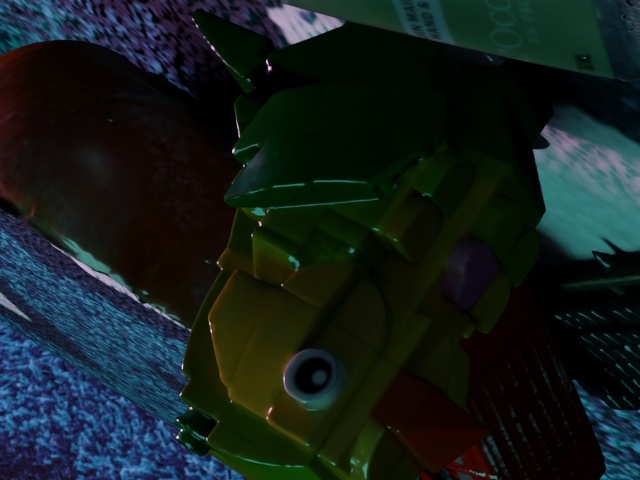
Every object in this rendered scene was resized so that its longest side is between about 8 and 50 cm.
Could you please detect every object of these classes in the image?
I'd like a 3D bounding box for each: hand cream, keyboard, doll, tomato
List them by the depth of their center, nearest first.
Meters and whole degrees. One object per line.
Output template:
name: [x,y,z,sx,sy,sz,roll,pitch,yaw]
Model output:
hand cream: [-0.004,-0.097,0.579,0.235,0.055,0.086,20,166,26]
doll: [0.008,0.000,0.636,0.134,0.186,0.106,-3,152,21]
keyboard: [0.150,0.040,0.747,0.106,0.027,0.317,36,168,-9]
tomato: [-0.066,-0.016,0.888,0.236,0.095,0.237,37,180,0]

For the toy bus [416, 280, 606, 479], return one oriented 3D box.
toy bus: [0.054,0.049,0.814,0.089,0.081,0.195,22,149,46]
